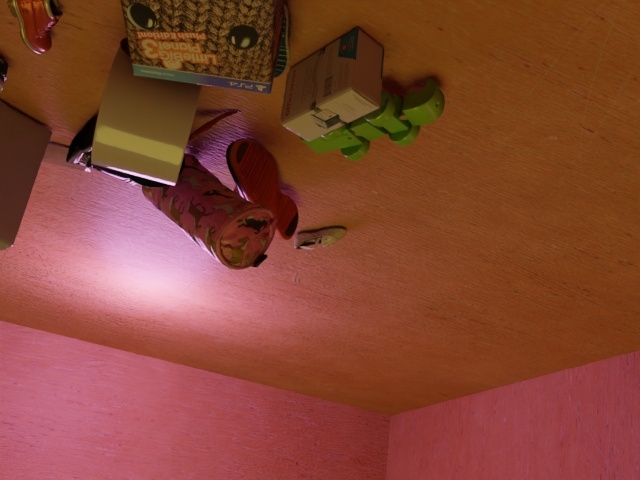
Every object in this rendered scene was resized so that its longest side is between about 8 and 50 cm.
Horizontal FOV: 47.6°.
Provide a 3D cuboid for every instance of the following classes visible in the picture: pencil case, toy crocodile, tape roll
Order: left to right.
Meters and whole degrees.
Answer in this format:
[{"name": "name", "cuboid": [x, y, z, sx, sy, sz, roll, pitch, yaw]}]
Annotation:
[{"name": "tape roll", "cuboid": [-0.337, -0.244, 1.427, 0.169, 0.246, 0.246, 14, 154, -13]}, {"name": "pencil case", "cuboid": [-0.259, -0.078, 1.663, 0.386, 0.160, 0.167, 34, 178, 42]}, {"name": "toy crocodile", "cuboid": [0.097, -0.248, 1.493, 0.340, 0.105, 0.115, -11, 149, 42]}]

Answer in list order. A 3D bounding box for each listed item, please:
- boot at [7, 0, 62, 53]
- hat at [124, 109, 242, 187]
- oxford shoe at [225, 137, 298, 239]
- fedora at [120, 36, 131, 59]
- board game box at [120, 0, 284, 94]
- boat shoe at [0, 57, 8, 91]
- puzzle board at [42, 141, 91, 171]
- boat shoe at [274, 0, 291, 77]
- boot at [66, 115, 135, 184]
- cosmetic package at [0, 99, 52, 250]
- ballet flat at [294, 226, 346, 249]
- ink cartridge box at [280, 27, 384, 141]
[{"name": "boot", "cuboid": [-0.523, -0.410, 1.366, 0.084, 0.059, 0.158, 3, 153, -1]}, {"name": "hat", "cuboid": [-0.325, -0.237, 1.563, 0.173, 0.208, 0.183, 44, 137, -15]}, {"name": "oxford shoe", "cuboid": [-0.173, -0.120, 1.790, 0.132, 0.130, 0.364, 12, 151, 25]}, {"name": "fedora", "cuboid": [-0.265, -0.357, 1.329, 0.194, 0.194, 0.079, 15, 119, -14]}, {"name": "board game box", "cuboid": [-0.175, -0.387, 1.102, 0.232, 0.141, 0.291, 8, 148, 0]}, {"name": "boat shoe", "cuboid": [-0.740, -0.388, 1.440, 0.095, 0.079, 0.254, -18, 147, 37]}, {"name": "puzzle board", "cuboid": [-0.651, -0.216, 1.849, 0.128, 0.011, 0.096, 13, 153, -11]}, {"name": "boat shoe", "cuboid": [-0.079, -0.372, 1.305, 0.066, 0.066, 0.183, 12, 149, -4]}, {"name": "boot", "cuboid": [-0.488, -0.211, 1.733, 0.178, 0.085, 0.236, 22, 157, -32]}, {"name": "cosmetic package", "cuboid": [-0.909, -0.150, 1.691, 0.393, 0.327, 0.329, -16, 145, 38]}, {"name": "ballet flat", "cuboid": [0.000, 0.000, 2.065, 0.168, 0.052, 0.057, -9, 150, 30]}, {"name": "ink cartridge box", "cuboid": [0.022, -0.289, 1.365, 0.082, 0.140, 0.190, 25, 150, -36]}]
